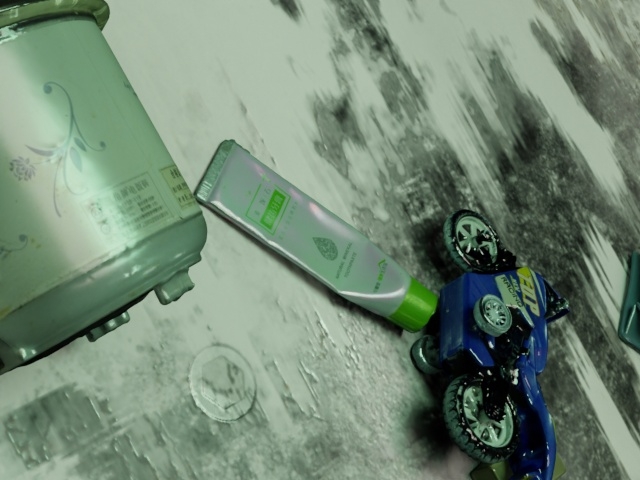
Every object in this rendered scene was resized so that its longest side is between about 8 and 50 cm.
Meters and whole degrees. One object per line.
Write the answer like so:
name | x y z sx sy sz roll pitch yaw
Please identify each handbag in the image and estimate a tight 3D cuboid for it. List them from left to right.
handbag | 0.479 0.113 1.567 0.221 0.057 0.144 33 48 -22

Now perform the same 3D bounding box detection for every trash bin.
trash bin | 0.209 0.244 1.290 0.092 0.043 0.061 -28 89 -42

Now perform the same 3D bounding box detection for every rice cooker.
rice cooker | -0.243 -0.048 0.913 0.316 0.264 0.317 33 43 -37

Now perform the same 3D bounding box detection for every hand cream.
hand cream | -0.001 0.000 1.243 0.275 0.050 0.079 35 24 -16

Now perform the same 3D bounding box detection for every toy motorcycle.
toy motorcycle | 0.195 0.111 1.293 0.169 0.113 0.315 26 48 -27
